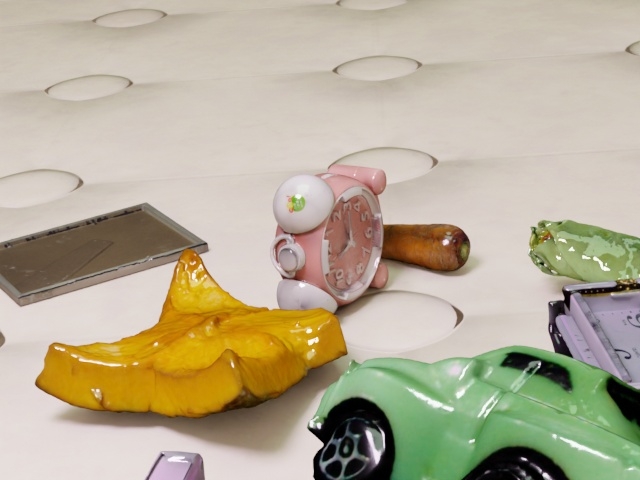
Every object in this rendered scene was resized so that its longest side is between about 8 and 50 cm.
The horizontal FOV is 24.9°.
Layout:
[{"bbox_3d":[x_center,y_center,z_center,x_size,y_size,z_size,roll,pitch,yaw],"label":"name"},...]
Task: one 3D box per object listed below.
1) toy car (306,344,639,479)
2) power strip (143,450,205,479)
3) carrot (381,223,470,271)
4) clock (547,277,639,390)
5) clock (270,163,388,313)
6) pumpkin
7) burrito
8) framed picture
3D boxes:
[{"bbox_3d":[0.166,0.163,1.026,0.213,0.176,0.358,25,-2,-41],"label":"toy car"},{"bbox_3d":[-0.130,0.259,1.034,0.037,0.109,0.279,3,23,11],"label":"power strip"},{"bbox_3d":[0.102,0.005,1.691,0.161,0.055,0.055,5,23,40],"label":"carrot"},{"bbox_3d":[0.325,0.112,1.338,0.186,0.083,0.253,-5,23,-2],"label":"clock"},{"bbox_3d":[0.000,0.000,1.579,0.092,0.166,0.162,8,18,29],"label":"clock"},{"bbox_3d":[-0.108,0.098,1.443,0.258,0.095,0.290,3,20,28],"label":"pumpkin"},{"bbox_3d":[0.340,0.046,1.512,0.288,0.054,0.104,17,59,26],"label":"burrito"},{"bbox_3d":[-0.287,0.013,1.789,0.250,0.016,0.184,-18,26,-28],"label":"framed picture"}]
